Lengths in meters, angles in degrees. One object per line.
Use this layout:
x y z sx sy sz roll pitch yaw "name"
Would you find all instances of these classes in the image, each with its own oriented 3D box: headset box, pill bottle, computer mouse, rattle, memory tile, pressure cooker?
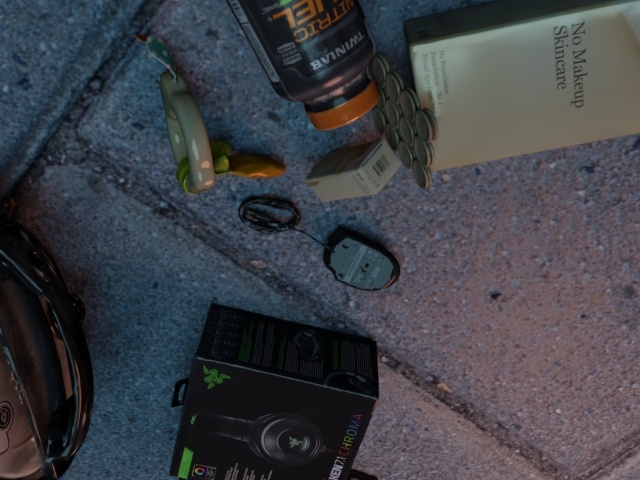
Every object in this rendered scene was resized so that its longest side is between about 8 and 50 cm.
-0.081 0.251 1.069 0.282 0.131 0.246 15 119 -6 "headset box"
-0.021 -0.245 0.775 0.130 0.130 0.246 -23 118 14 "pill bottle"
0.000 0.000 0.978 0.242 0.041 0.071 27 109 -6 "computer mouse"
-0.132 -0.166 0.864 0.142 0.130 0.200 -13 93 -3 "rattle"
0.096 -0.138 0.818 0.012 0.148 0.113 -20 140 -11 "memory tile"
-0.502 0.148 0.893 0.420 0.376 0.370 -8 151 6 "pressure cooker"

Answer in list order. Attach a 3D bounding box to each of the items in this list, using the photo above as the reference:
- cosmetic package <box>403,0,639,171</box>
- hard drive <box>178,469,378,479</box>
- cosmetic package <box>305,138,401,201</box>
0.260 -0.196 0.806 0.309 0.113 0.160 -10 119 9 "cosmetic package"
-0.066 0.440 1.119 0.338 0.237 0.064 21 119 -11 "hard drive"
0.039 -0.085 0.874 0.041 0.060 0.115 51 151 -22 "cosmetic package"
